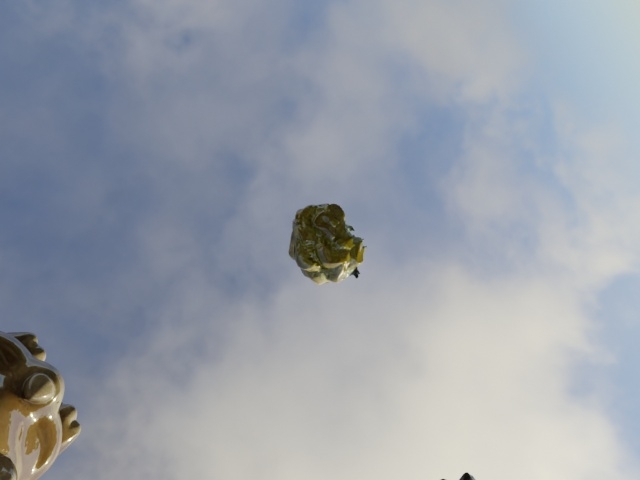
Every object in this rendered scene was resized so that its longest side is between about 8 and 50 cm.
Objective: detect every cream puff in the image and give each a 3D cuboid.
[{"bbox_3d":[-0.001,-0.001,0.982,0.156,0.121,0.156,53,178,3],"label":"cream puff"}]

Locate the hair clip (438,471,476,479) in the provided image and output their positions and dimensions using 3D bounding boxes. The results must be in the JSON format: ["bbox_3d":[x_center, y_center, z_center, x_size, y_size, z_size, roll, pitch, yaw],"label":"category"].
[{"bbox_3d":[0.262,0.404,0.644,0.331,0.085,0.101,32,175,42],"label":"hair clip"}]

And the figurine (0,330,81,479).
[{"bbox_3d":[-0.319,0.158,0.427,0.173,0.247,0.177,-16,-80,-86],"label":"figurine"}]
